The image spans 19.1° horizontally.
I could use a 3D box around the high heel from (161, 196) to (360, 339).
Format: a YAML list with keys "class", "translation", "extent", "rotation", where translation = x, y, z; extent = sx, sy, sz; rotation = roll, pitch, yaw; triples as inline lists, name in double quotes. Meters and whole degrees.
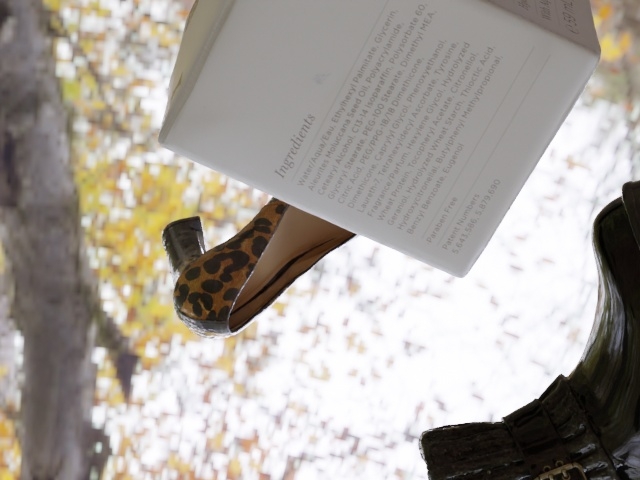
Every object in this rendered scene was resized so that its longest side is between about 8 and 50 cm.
- class: "high heel"
  translation: [0.000, 0.000, 1.560]
  extent: [0.261, 0.093, 0.186]
  rotation: [-22, -153, -2]

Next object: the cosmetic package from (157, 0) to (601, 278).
- class: "cosmetic package"
  translation: [0.030, -0.106, 1.013]
  extent: [0.183, 0.151, 0.151]
  rotation: [24, -151, -12]

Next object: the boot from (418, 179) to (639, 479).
- class: "boot"
  translation: [0.203, 0.133, 1.608]
  extent: [0.260, 0.348, 0.131]
  rotation: [-10, -167, 12]
